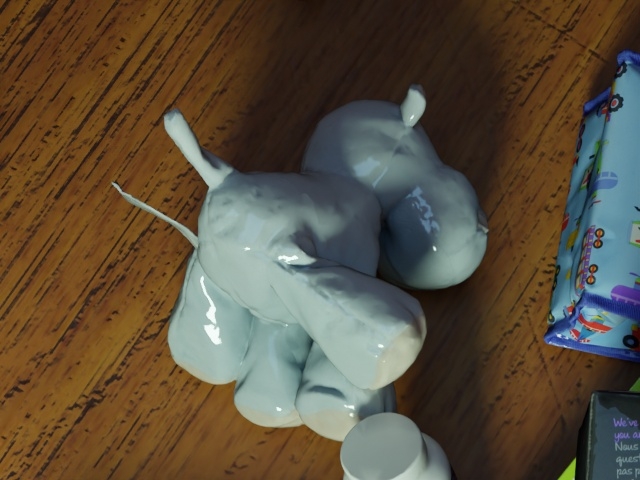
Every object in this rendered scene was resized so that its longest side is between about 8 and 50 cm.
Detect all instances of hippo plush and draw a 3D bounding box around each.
[{"bbox_3d":[0.000,0.000,1.418,0.294,0.234,0.236,46,50,-1],"label":"hippo plush"}]

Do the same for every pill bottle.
[{"bbox_3d":[0.068,0.202,1.345,0.086,0.152,0.086,-11,47,13],"label":"pill bottle"}]

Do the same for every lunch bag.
[{"bbox_3d":[0.354,-0.002,1.417,0.293,0.138,0.221,13,73,-2],"label":"lunch bag"}]

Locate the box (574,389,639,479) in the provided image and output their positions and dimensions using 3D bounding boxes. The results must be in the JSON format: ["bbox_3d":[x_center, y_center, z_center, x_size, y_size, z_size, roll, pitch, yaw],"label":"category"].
[{"bbox_3d":[0.248,0.257,1.237,0.143,0.165,0.270,5,74,6],"label":"box"}]

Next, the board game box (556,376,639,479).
[{"bbox_3d":[0.329,0.288,1.351,0.347,0.078,0.233,38,80,13],"label":"board game box"}]
